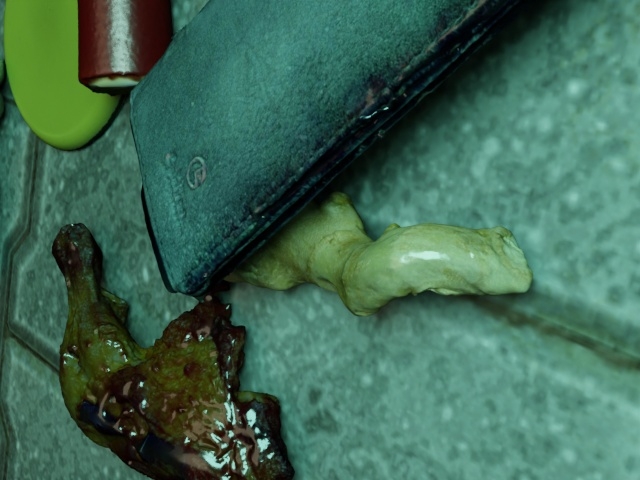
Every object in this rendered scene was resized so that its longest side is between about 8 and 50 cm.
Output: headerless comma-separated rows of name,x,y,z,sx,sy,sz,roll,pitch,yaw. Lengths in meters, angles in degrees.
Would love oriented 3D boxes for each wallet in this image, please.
wallet,0.005,-0.130,0.460,0.379,0.046,0.190,-38,52,34

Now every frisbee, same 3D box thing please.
frisbee,-0.242,-0.203,0.745,0.236,0.017,0.236,5,97,43

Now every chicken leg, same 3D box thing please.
chicken leg,-0.141,0.101,0.646,0.322,0.083,0.177,18,97,39

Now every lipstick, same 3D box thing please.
lipstick,-0.156,-0.238,0.622,0.080,0.080,0.241,0,94,43

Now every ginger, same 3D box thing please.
ginger,0.000,0.000,0.511,0.288,0.075,0.089,4,92,46

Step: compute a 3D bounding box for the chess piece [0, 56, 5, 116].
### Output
chess piece,-0.399,-0.074,0.834,0.133,0.133,0.243,19,111,40
